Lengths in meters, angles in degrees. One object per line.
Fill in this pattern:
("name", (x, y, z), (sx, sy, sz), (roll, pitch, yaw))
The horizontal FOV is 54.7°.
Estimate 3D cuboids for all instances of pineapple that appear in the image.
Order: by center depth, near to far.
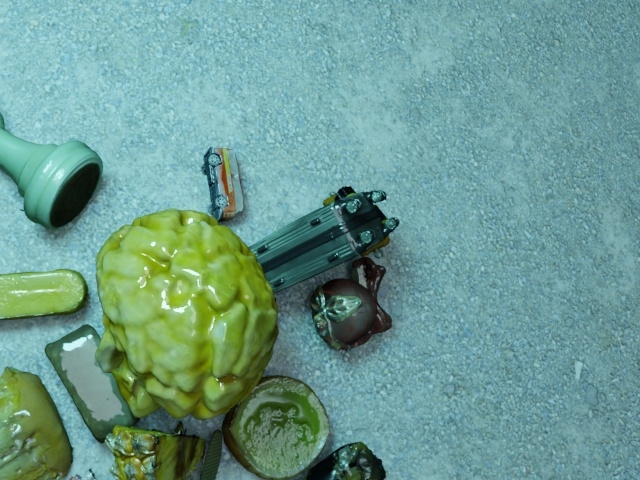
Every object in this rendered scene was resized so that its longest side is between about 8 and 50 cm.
("pineapple", (-0.331, 0.432, 1.179), (0.161, 0.334, 0.159), (3, 78, 5))

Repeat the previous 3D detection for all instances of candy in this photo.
("candy", (-0.460, 0.292, 1.262), (0.104, 0.102, 0.234), (-30, 87, -22))

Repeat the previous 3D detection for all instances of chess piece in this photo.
("chess piece", (-0.629, -0.174, 1.283), (0.299, 0.194, 0.195), (31, 70, 1))

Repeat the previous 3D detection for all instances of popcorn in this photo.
("popcorn", (-0.238, 0.134, 1.173), (0.344, 0.353, 0.391), (-20, 118, -56))

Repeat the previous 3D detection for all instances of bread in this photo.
("bread", (-0.594, 0.373, 1.184), (0.174, 0.133, 0.252), (-26, 87, -20))
("bread", (-0.604, 0.113, 1.265), (0.245, 0.094, 0.102), (-6, 89, -18))
("bread", (-0.097, 0.411, 1.368), (0.235, 0.070, 0.236), (4, 78, -17))

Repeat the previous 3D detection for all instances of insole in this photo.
("insole", (-0.241, 0.525, 1.296), (0.005, 0.086, 0.254), (8, 78, 19))

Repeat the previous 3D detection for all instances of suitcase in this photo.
("suitcase", (0.000, 0.000, 1.356), (0.128, 0.312, 0.202), (63, 29, 1))

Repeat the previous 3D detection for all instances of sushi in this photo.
("sushi", (0.039, 0.566, 1.317), (0.200, 0.204, 0.213), (54, 36, 8))

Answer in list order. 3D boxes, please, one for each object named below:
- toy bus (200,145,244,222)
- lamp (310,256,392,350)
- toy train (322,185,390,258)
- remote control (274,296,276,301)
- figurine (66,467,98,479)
("toy bus", (-0.227, -0.129, 1.449), (0.077, 0.079, 0.175), (-6, 80, -29))
("lamp", (0.061, 0.148, 1.450), (0.223, 0.150, 0.215), (5, 78, -61))
("toy train", (0.090, -0.054, 1.491), (0.089, 0.127, 0.219), (-24, 64, -24))
("remote control", (-0.144, 0.118, 1.449), (0.039, 0.014, 0.096), (-42, 91, -21))
("figurine", (-0.504, 0.504, 1.221), (0.129, 0.054, 0.072), (-33, 108, -21))
